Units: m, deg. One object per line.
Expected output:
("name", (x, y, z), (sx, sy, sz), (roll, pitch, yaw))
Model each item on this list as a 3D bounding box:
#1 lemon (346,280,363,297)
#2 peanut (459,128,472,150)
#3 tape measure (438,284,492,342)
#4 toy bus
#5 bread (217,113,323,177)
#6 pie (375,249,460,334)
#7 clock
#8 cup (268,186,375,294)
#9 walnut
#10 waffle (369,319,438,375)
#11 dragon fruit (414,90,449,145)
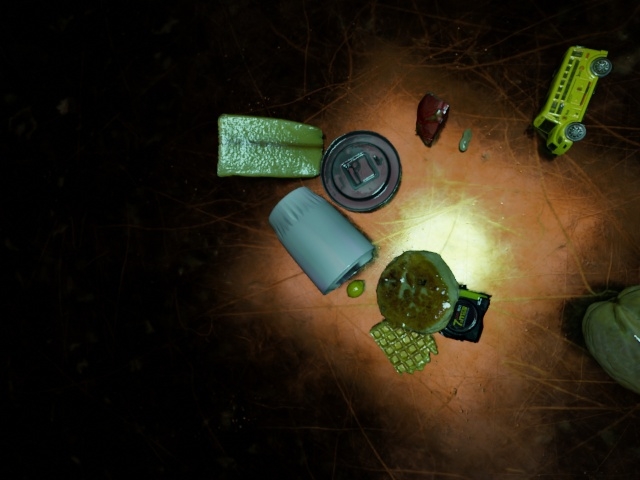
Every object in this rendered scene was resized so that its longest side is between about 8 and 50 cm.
("lemon", (0.133, 0.184, 1.604), (0.062, 0.062, 0.083), (45, 98, 11))
("peanut", (0.530, -0.368, 1.537), (0.037, 0.037, 0.083), (22, 89, 13))
("tape measure", (0.486, 0.250, 1.488), (0.186, 0.112, 0.199), (16, 88, 0))
("toy bus", (0.827, -0.461, 1.412), (0.152, 0.144, 0.330), (21, 92, 13))
("bread", (-0.175, -0.354, 1.602), (0.362, 0.245, 0.233), (6, 103, 11))
("pie", (0.326, 0.175, 1.470), (0.315, 0.092, 0.315), (-16, 63, 33))
("clock", (0.153, -0.263, 1.610), (0.313, 0.061, 0.312), (0, 88, 14))
("cup", (0.000, 0.000, 1.549), (0.253, 0.253, 0.371), (-45, 76, 9))
("walnut", (1.000, 0.317, 1.282), (0.306, 0.306, 0.343), (-33, 78, 11))
("waffle", (0.330, 0.363, 1.547), (0.219, 0.057, 0.229), (-40, 81, 15))
("dragon fruit", (0.389, -0.443, 1.531), (0.127, 0.120, 0.161), (30, 100, 18))
